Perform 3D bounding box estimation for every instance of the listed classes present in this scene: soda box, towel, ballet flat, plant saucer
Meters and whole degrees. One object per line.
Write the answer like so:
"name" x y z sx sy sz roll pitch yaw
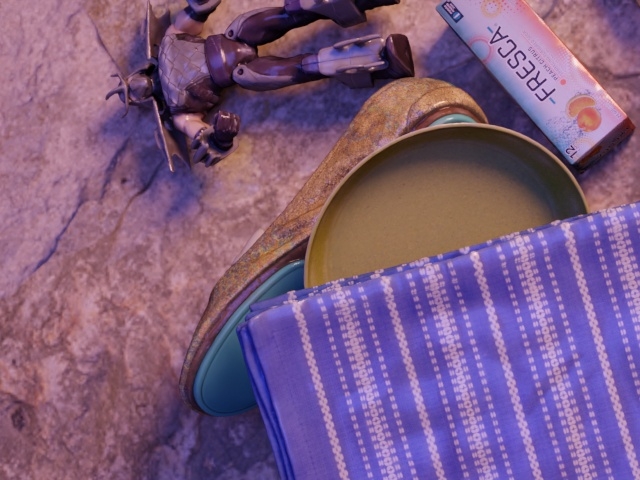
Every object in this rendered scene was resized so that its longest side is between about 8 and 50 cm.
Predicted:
"soda box" 0.179 -0.143 1.240 0.063 0.058 0.183 -41 73 10
"towel" 0.123 0.124 1.135 0.336 0.040 0.243 -16 90 9
"ballet flat" 0.000 0.000 1.263 0.123 0.123 0.348 44 97 17
"plant saucer" 0.102 0.015 1.203 0.241 0.037 0.241 -4 112 -10

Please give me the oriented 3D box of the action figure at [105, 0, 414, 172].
"action figure" -0.066 -0.165 1.305 0.285 0.099 0.185 -14 85 20

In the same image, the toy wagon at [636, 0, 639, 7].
"toy wagon" 0.384 -0.318 1.187 0.344 0.068 0.267 -29 77 13
